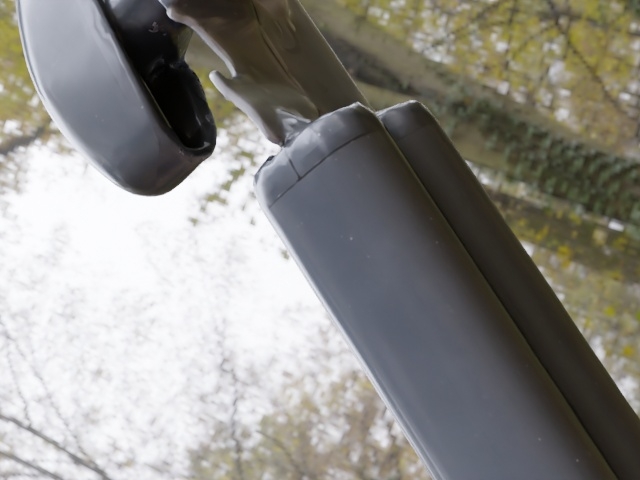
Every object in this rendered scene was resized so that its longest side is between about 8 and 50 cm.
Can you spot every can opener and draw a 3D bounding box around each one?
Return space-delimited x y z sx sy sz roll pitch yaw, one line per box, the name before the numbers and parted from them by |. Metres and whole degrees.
can opener | 0.000 0.000 0.408 0.095 0.283 0.076 -39 -13 28
